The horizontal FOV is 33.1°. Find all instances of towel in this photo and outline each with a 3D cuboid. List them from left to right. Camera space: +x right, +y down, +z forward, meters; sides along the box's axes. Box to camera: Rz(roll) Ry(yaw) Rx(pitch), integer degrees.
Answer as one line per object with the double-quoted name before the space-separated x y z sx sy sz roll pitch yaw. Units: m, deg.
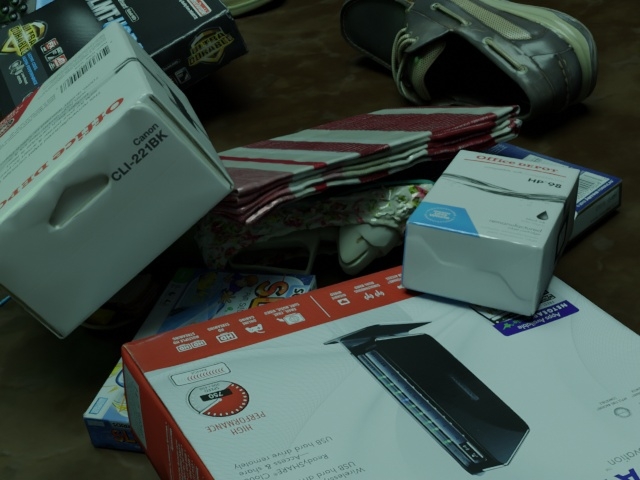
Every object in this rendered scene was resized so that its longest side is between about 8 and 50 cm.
"towel" 0.004 -0.081 1.054 0.329 0.037 0.237 -19 16 -30

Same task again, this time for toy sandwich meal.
"toy sandwich meal" -0.193 0.053 1.006 0.085 0.029 0.086 -6 34 4

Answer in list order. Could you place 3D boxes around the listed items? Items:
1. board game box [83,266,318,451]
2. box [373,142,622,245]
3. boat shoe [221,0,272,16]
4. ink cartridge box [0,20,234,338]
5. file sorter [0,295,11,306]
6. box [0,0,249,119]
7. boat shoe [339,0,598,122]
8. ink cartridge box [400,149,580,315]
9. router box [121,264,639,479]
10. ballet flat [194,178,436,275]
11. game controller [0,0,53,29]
"board game box" -0.093 0.098 0.909 0.136 0.035 0.201 3 36 17
"box" 0.164 -0.050 1.065 0.136 0.037 0.225 -32 40 -31
"boat shoe" -0.196 -0.382 1.600 0.285 0.089 0.105 -7 34 4
"ink cartridge box" -0.205 -0.066 0.960 0.197 0.114 0.273 -41 27 4
"file sorter" -0.354 -0.008 1.030 0.104 0.118 0.170 -37 37 -1
"box" -0.270 -0.243 1.357 0.293 0.073 0.295 -31 39 -3
"boat shoe" 0.144 -0.227 1.251 0.355 0.132 0.130 22 44 40
"ink cartridge box" 0.142 -0.019 0.853 0.104 0.060 0.180 12 31 19
"router box" 0.077 0.132 0.729 0.335 0.082 0.301 -15 32 -26
"ballet flat" 0.000 0.000 1.011 0.240 0.091 0.077 -8 64 9
"game controller" -0.318 -0.341 1.537 0.319 0.167 0.067 -3 -10 8
